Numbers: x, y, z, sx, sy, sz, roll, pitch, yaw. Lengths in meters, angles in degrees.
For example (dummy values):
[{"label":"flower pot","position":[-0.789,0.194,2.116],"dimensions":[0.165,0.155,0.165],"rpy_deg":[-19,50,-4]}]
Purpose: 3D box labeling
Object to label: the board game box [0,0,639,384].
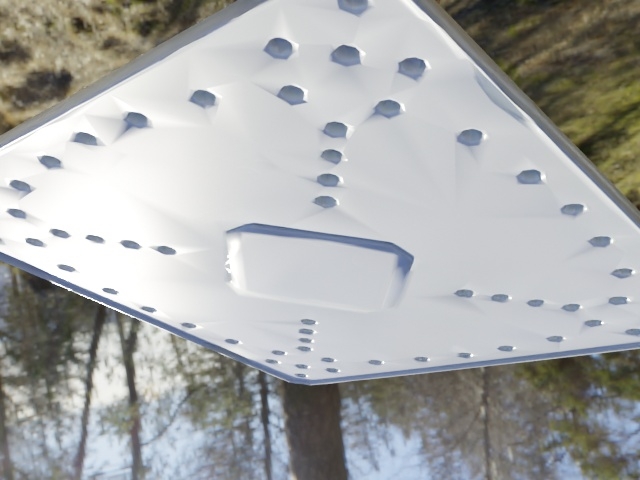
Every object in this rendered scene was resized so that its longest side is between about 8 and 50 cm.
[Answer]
[{"label":"board game box","position":[0.000,0.000,0.525],"dimensions":[0.390,0.050,0.390],"rpy_deg":[-15,147,40]}]
